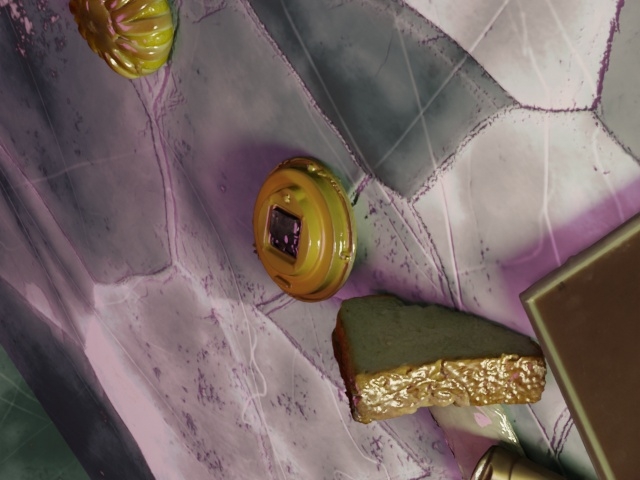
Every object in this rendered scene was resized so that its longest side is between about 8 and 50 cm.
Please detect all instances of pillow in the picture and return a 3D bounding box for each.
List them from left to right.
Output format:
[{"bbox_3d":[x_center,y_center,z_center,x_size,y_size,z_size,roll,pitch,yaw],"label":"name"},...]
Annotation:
[{"bbox_3d":[0.251,0.321,1.572,0.148,0.050,0.229,-21,100,43],"label":"pillow"}]

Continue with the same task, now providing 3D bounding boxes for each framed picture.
[{"bbox_3d":[0.428,0.112,1.158,0.446,0.028,0.326,-44,61,50],"label":"framed picture"}]

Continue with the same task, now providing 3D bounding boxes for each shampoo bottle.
[{"bbox_3d":[0.375,0.408,1.439,0.350,0.084,0.125,28,136,26],"label":"shampoo bottle"}]

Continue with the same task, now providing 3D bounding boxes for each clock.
[{"bbox_3d":[-0.040,-0.014,1.600,0.237,0.057,0.237,12,107,47],"label":"clock"}]

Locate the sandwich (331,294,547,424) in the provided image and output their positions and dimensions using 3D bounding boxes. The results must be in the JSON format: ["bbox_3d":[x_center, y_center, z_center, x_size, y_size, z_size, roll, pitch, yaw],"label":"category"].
[{"bbox_3d":[0.163,0.158,1.501,0.254,0.288,0.099,-97,1,-69],"label":"sandwich"}]

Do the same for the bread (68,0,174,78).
[{"bbox_3d":[-0.334,-0.371,1.690,0.213,0.105,0.213,24,128,35],"label":"bread"}]
